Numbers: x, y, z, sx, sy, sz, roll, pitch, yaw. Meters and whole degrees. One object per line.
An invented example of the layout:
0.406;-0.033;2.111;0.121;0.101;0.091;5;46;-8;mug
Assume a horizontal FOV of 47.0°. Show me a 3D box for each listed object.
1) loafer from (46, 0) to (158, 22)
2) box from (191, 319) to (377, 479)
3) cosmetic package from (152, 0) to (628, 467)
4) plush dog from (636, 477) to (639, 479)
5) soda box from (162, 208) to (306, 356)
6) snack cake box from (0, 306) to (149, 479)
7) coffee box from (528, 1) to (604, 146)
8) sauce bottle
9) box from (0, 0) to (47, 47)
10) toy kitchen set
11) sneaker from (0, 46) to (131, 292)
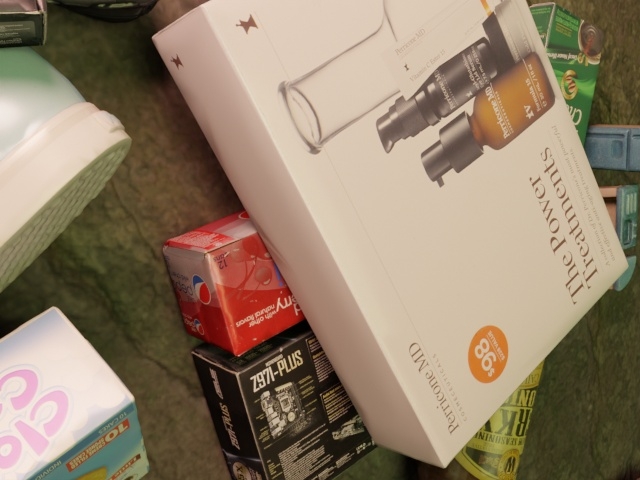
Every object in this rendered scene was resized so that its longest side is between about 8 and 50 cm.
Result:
-0.203;-0.194;0.462;0.223;0.078;0.076;8;92;-38;loafer
-0.007;0.133;0.675;0.180;0.078;0.147;-27;114;-32;box
0.084;-0.058;0.600;0.284;0.097;0.377;-37;109;-27;cosmetic package
0.512;0.463;1.091;0.262;0.211;0.225;18;61;-40;plush dog
0.000;0.000;0.653;0.263;0.083;0.092;-24;110;-32;soda box
-0.240;0.175;0.448;0.264;0.089;0.152;-37;157;-27;snack cake box
0.274;-0.170;0.864;0.113;0.040;0.184;11;91;-39;coffee box
0.169;0.209;0.807;0.111;0.111;0.344;12;91;-39;sauce bottle
-0.265;-0.182;0.370;0.220;0.051;0.175;-9;86;-20;box
0.335;-0.029;0.885;0.166;0.122;0.207;-13;105;-36;toy kitchen set
-0.291;0.018;0.426;0.150;0.135;0.366;45;73;-3;sneaker
